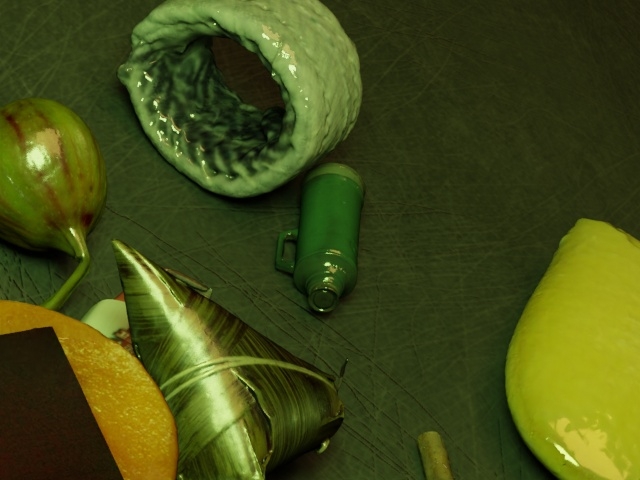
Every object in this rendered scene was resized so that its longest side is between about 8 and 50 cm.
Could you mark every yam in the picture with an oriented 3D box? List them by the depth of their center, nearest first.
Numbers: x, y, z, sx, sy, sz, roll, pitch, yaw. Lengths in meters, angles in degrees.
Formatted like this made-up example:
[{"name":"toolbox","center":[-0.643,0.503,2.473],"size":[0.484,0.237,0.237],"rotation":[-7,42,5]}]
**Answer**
[{"name":"yam","center":[0.125,0.253,1.745],"size":[0.032,0.032,0.145],"rotation":[11,42,-29]}]

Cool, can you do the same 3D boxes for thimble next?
[{"name":"thimble","center":[-0.081,-0.172,1.917],"size":[0.245,0.217,0.157],"rotation":[27,29,17]}]

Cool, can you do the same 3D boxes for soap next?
[{"name":"soap","center":[0.351,0.162,1.956],"size":[0.306,0.115,0.427],"rotation":[37,37,-4]}]

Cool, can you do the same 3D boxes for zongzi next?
[{"name":"zongzi","center":[-0.075,0.095,1.597],"size":[0.248,0.111,0.241],"rotation":[-14,82,-63]}]

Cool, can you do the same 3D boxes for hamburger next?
[{"name":"hamburger","center":[-0.251,0.199,1.339],"size":[0.291,0.225,0.291],"rotation":[15,42,-14]}]

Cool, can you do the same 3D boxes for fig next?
[{"name":"fig","center":[-0.264,-0.047,1.684],"size":[0.148,0.142,0.186],"rotation":[-30,54,-23]}]

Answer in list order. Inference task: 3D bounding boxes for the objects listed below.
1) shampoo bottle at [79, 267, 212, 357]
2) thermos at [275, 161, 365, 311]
[{"name":"shampoo bottle","center":[-0.166,0.116,1.636],"size":[0.153,0.071,0.284],"rotation":[35,36,-15]},{"name":"thermos","center":[0.005,-0.001,1.901],"size":[0.083,0.073,0.187],"rotation":[27,37,-18]}]
